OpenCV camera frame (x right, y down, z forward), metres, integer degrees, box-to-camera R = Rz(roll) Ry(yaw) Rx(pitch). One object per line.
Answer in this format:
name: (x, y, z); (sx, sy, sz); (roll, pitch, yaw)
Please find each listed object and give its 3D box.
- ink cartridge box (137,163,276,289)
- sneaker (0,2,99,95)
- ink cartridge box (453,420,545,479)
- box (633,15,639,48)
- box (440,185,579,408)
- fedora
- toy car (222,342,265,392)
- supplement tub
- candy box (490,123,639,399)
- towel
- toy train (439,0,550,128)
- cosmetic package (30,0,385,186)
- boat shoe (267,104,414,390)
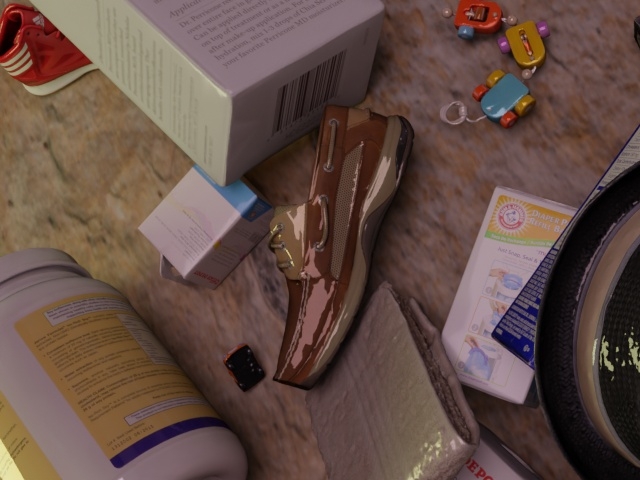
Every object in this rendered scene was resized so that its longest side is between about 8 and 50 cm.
ink cartridge box: (-0.133, -0.016, 1.278); (0.143, 0.092, 0.090); (-46, 69, 3)
sneaker: (-0.306, -0.264, 1.366); (0.221, 0.128, 0.087); (-33, 71, 8)
ink cartridge box: (0.110, 0.299, 1.092); (0.237, 0.100, 0.172); (-51, 36, 2)
box: (0.495, -0.190, 1.136); (0.270, 0.060, 0.216); (-25, 72, 11)
box: (0.204, 0.061, 1.143); (0.103, 0.114, 0.203); (19, 87, 21)
fedora: (0.337, 0.088, 0.890); (0.334, 0.152, 0.334); (-2, 99, -11)
toy car: (-0.116, 0.170, 1.255); (0.122, 0.060, 0.040); (-51, 37, -5)
supplement tub: (-0.261, 0.191, 1.188); (0.241, 0.241, 0.331); (-45, 64, 4)
candy box: (0.363, 0.042, 1.030); (0.268, 0.122, 0.317); (35, 92, -15)
towel: (0.063, 0.178, 1.093); (0.187, 0.049, 0.282); (-59, 23, 22)
toy train: (0.194, -0.199, 1.242); (0.125, 0.046, 0.166); (6, 77, 20)
cosmetic package: (-0.169, -0.297, 1.266); (0.230, 0.161, 0.453); (-34, 66, -28)
boat shoe: (0.000, 0.000, 1.206); (0.120, 0.122, 0.324); (20, 75, -5)
